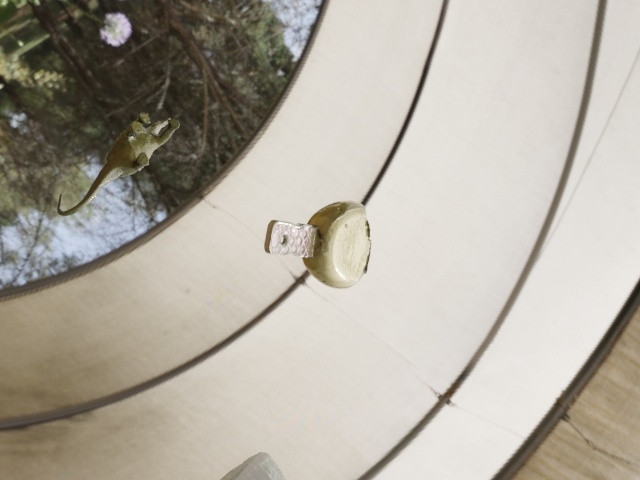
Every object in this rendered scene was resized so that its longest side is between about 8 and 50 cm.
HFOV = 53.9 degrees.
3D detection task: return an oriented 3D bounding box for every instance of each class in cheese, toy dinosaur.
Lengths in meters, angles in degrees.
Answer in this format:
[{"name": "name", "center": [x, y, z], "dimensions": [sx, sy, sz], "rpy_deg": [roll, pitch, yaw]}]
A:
[{"name": "cheese", "center": [0.000, 0.000, 0.822], "dimensions": [0.050, 0.255, 0.127], "rpy_deg": [13, -89, 26]}, {"name": "toy dinosaur", "center": [-0.369, -0.175, 1.237], "dimensions": [0.147, 0.076, 0.363], "rpy_deg": [-30, -158, 44]}]

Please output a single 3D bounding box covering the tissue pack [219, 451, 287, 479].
[{"name": "tissue pack", "center": [-0.063, 0.341, 0.669], "dimensions": [0.081, 0.185, 0.257], "rpy_deg": [-35, 170, 3]}]
